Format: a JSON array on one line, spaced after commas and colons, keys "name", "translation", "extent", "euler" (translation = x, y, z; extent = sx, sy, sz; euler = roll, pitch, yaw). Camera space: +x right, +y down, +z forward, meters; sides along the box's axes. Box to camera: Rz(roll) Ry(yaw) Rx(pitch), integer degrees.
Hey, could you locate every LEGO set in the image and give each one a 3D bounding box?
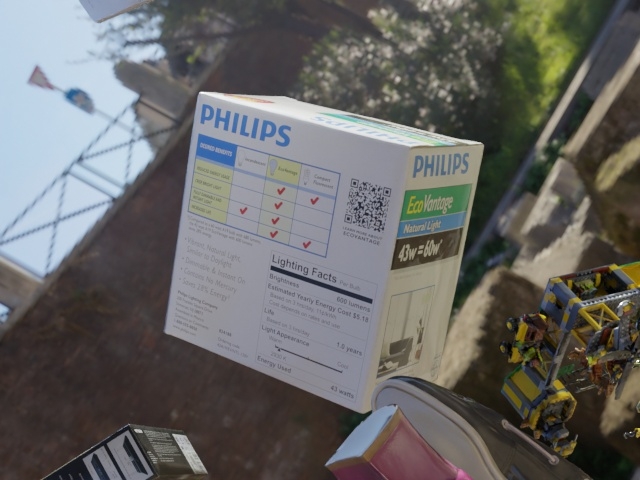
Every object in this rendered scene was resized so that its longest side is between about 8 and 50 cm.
[{"name": "LEGO set", "translation": [0.387, 0.146, 1.165], "extent": [0.192, 0.331, 0.255], "euler": [54, 138, 44]}]

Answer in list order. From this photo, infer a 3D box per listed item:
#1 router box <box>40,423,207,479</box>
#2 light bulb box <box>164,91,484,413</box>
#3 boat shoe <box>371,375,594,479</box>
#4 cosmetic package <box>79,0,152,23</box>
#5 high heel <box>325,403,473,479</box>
[{"name": "router box", "translation": [-0.301, 0.350, 1.392], "extent": [0.243, 0.081, 0.309], "euler": [-32, -13, -3]}, {"name": "light bulb box", "translation": [0.000, 0.000, 1.459], "extent": [0.225, 0.358, 0.361], "euler": [-11, -66, -57]}, {"name": "boat shoe", "translation": [0.202, 0.255, 1.103], "extent": [0.095, 0.335, 0.112], "euler": [-31, -25, -53]}, {"name": "cosmetic package", "translation": [-0.055, -0.409, 1.001], "extent": [0.453, 0.161, 0.230], "euler": [-41, 22, -22]}, {"name": "high heel", "translation": [0.007, 0.205, 0.530], "extent": [0.082, 0.117, 0.244], "euler": [-30, 12, 49]}]
